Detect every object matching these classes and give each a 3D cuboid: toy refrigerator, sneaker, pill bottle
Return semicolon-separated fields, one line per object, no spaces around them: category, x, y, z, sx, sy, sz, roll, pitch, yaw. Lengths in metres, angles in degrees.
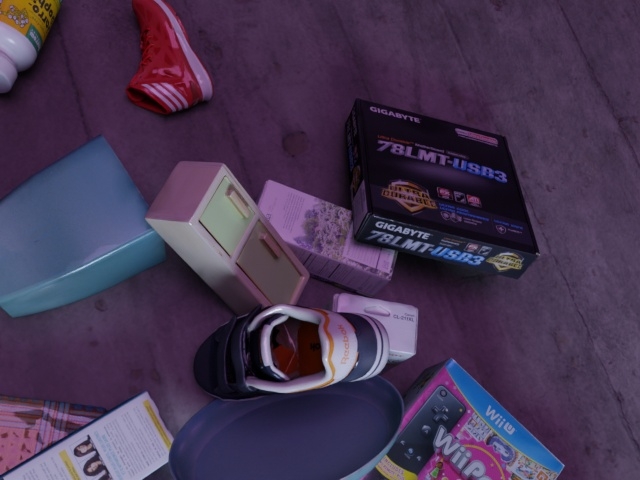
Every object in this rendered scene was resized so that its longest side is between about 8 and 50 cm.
toy refrigerator;-0.120;0.012;1.084;0.094;0.269;0.102;6;57;35
sneaker;-0.284;-0.309;1.261;0.128;0.087;0.221;-30;79;-25
sneaker;-0.076;0.147;1.014;0.127;0.321;0.126;12;67;-52
pill bottle;-0.492;-0.342;1.196;0.118;0.117;0.208;18;65;-9

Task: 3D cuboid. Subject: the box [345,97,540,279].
box;0.193;-0.093;1.261;0.296;0.073;0.293;13;46;-15

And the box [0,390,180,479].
box;-0.311;0.300;0.983;0.244;0.060;0.100;-28;89;-41

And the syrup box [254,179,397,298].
syrup box;0.000;0.000;1.214;0.237;0.096;0.093;20;63;-7

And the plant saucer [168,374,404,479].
plant saucer;-0.042;0.263;1.012;0.318;0.318;0.043;-21;109;-22

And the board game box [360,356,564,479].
board game box;0.152;0.347;1.034;0.224;0.097;0.303;43;64;3

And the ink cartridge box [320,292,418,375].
ink cartridge box;0.054;0.146;1.128;0.128;0.175;0.072;11;66;-11

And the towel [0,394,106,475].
towel;-0.476;0.322;0.959;0.370;0.040;0.271;10;65;-18

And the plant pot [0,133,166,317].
plant pot;-0.367;-0.002;1.082;0.234;0.165;0.165;-31;80;-17
